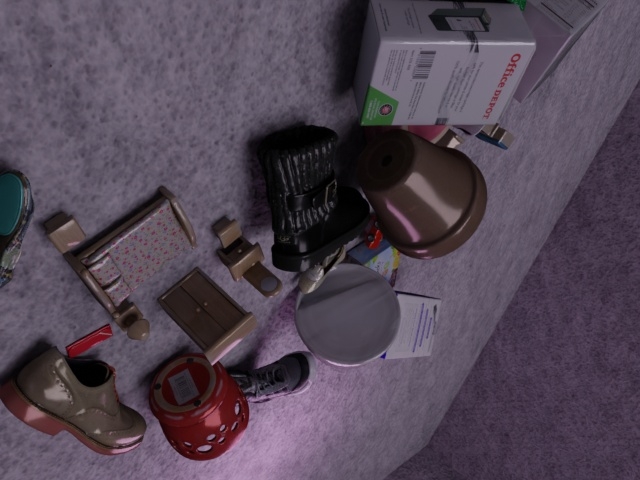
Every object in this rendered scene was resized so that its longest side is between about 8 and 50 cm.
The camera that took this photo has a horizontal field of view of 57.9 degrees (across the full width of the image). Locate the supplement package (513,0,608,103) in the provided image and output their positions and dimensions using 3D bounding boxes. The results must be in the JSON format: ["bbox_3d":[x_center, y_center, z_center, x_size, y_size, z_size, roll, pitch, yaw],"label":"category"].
[{"bbox_3d":[0.468,-0.481,1.303,0.145,0.204,0.262,-43,170,-15],"label":"supplement package"}]

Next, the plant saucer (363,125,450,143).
[{"bbox_3d":[0.240,-0.333,1.336,0.332,0.084,0.332,-34,144,-29],"label":"plant saucer"}]

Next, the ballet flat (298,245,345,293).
[{"bbox_3d":[0.002,0.062,1.444,0.168,0.057,0.052,-47,162,-28],"label":"ballet flat"}]

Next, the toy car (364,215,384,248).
[{"bbox_3d":[0.197,-0.112,1.535,0.225,0.053,0.239,-34,145,-30],"label":"toy car"}]

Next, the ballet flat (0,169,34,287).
[{"bbox_3d":[-0.428,-0.013,0.787,0.070,0.070,0.188,7,117,-56],"label":"ballet flat"}]

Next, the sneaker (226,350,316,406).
[{"bbox_3d":[-0.137,0.349,1.430,0.153,0.101,0.268,4,151,-47],"label":"sneaker"}]

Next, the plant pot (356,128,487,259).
[{"bbox_3d":[0.195,-0.118,1.249,0.229,0.263,0.263,31,95,-46],"label":"plant pot"}]

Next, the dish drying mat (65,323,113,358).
[{"bbox_3d":[-0.415,0.182,1.044,0.083,0.008,0.032,-31,144,-33],"label":"dish drying mat"}]

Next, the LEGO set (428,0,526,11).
[{"bbox_3d":[0.258,-0.559,1.083,0.331,0.192,0.255,-4,104,-40],"label":"LEGO set"}]

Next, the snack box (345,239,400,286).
[{"bbox_3d":[0.146,0.086,1.652,0.174,0.070,0.207,-31,142,-32],"label":"snack box"}]

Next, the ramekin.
[{"bbox_3d":[0.066,0.204,1.488,0.273,0.273,0.127,-40,160,-21],"label":"ramekin"}]

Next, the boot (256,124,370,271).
[{"bbox_3d":[0.002,-0.116,1.193,0.348,0.131,0.260,-43,134,-55],"label":"boot"}]

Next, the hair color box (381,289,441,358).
[{"bbox_3d":[0.238,0.245,1.712,0.338,0.110,0.185,15,86,-55],"label":"hair color box"}]

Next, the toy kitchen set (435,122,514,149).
[{"bbox_3d":[0.406,-0.280,1.622,0.207,0.122,0.166,25,101,-39],"label":"toy kitchen set"}]

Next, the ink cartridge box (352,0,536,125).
[{"bbox_3d":[0.223,-0.331,1.102,0.289,0.122,0.211,-2,148,-9],"label":"ink cartridge box"}]

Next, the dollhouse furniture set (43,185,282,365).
[{"bbox_3d":[-0.226,0.037,0.991,0.303,0.173,0.356,-41,148,-21],"label":"dollhouse furniture set"}]

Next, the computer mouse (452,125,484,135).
[{"bbox_3d":[0.355,-0.314,1.448,0.042,0.193,0.106,33,101,-22],"label":"computer mouse"}]

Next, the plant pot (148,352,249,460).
[{"bbox_3d":[-0.262,0.351,1.252,0.191,0.191,0.174,-37,141,-25],"label":"plant pot"}]

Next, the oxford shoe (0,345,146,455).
[{"bbox_3d":[-0.406,0.297,1.060,0.130,0.123,0.348,-48,149,-9],"label":"oxford shoe"}]
